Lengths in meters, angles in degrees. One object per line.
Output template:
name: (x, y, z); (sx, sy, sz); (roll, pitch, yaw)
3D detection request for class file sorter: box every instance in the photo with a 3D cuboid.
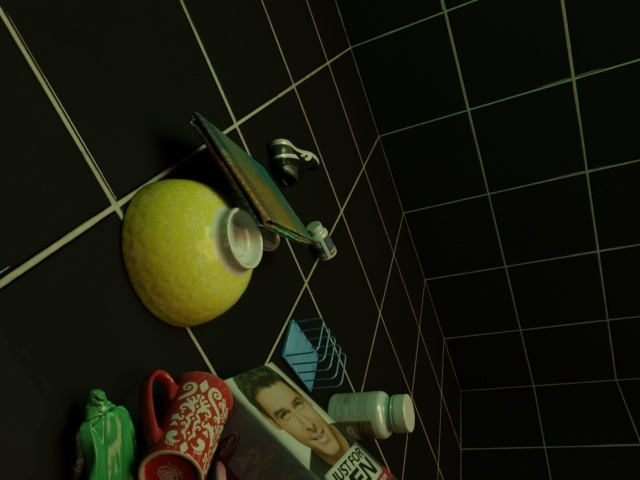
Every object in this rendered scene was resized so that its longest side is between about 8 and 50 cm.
file sorter: (-0.013, 0.303, 1.236); (0.118, 0.105, 0.170); (-76, 146, -46)

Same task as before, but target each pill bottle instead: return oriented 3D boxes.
pill bottle: (0.000, 0.000, 1.469); (0.067, 0.067, 0.120); (-73, 144, -50)
pill bottle: (0.146, 0.504, 1.341); (0.131, 0.230, 0.131); (43, 41, -53)

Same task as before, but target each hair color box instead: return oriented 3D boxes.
hair color box: (-0.030, 0.400, 0.845); (0.375, 0.113, 0.185); (37, 11, 20)

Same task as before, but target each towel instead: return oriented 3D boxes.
towel: (-0.137, -0.111, 1.022); (0.271, 0.040, 0.370); (55, 6, 12)

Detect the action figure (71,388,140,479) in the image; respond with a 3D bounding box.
action figure: (-0.289, 0.317, 0.629); (0.137, 0.064, 0.232); (-2, 85, -65)

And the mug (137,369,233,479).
mug: (-0.221, 0.290, 0.709); (0.169, 0.150, 0.113); (-93, -153, -71)

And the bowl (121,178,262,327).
bowl: (-0.203, 0.010, 0.872); (0.289, 0.156, 0.289); (-13, 90, -68)

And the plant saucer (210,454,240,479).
plant saucer: (-0.062, 0.495, 0.858); (0.332, 0.084, 0.332); (32, 10, -7)

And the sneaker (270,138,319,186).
sneaker: (-0.077, -0.213, 1.399); (0.217, 0.079, 0.121); (15, 68, -56)

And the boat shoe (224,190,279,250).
boat shoe: (-0.148, -0.042, 1.131); (0.226, 0.076, 0.083); (45, 39, -52)
